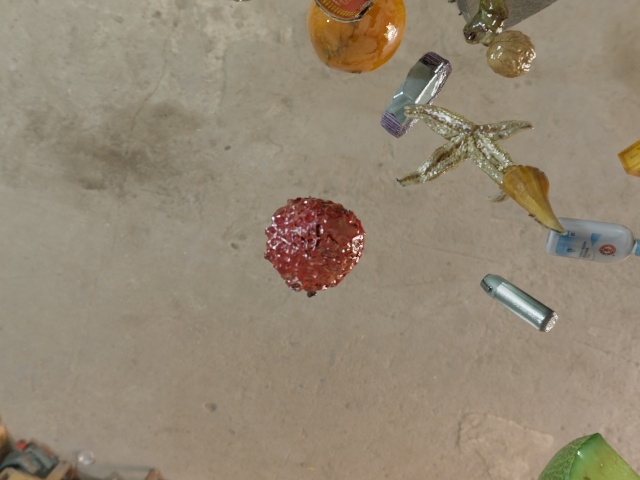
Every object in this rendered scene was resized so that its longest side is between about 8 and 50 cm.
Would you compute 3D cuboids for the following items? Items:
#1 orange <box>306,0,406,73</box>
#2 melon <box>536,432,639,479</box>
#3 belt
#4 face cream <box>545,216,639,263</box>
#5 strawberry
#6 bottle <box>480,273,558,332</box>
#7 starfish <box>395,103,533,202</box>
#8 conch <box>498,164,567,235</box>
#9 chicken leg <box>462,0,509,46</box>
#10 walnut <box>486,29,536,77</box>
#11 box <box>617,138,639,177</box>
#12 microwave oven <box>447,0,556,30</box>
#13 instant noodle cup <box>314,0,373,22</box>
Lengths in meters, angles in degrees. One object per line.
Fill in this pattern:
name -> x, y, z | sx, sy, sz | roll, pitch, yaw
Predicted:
orange -> 0.110, -0.667, 1.248 | 0.312, 0.312, 0.312 | 2, 110, 6
melon -> 0.367, 0.428, 0.597 | 0.124, 0.196, 0.323 | 17, 145, 27
belt -> 0.355, -0.544, 1.530 | 0.122, 0.260, 0.325 | 41, 102, 10
face cream -> 0.982, 0.009, 1.414 | 0.337, 0.080, 0.163 | 10, 131, 22
strawberry -> 0.000, 0.000, 0.864 | 0.234, 0.178, 0.234 | 4, 78, -19
bottle -> 0.636, 0.197, 1.329 | 0.096, 0.253, 0.079 | -6, 121, -30
starfish -> 0.403, -0.272, 1.243 | 0.432, 0.082, 0.324 | 19, 78, 30
conch -> 0.494, -0.115, 0.945 | 0.109, 0.330, 0.093 | 34, 113, -15
chicken leg -> 0.353, -0.592, 0.778 | 0.140, 0.211, 0.361 | -5, 87, -2
walnut -> 0.369, -0.361, 0.790 | 0.096, 0.082, 0.079 | 14, 87, -26
box -> 0.930, -0.255, 1.006 | 0.174, 0.076, 0.274 | 7, 150, -21
microwave oven -> 0.617, -0.984, 1.433 | 0.374, 0.432, 0.236 | -22, 65, 24
instant noodle cup -> 0.095, -0.617, 0.902 | 0.193, 0.212, 0.193 | -5, 102, -23
